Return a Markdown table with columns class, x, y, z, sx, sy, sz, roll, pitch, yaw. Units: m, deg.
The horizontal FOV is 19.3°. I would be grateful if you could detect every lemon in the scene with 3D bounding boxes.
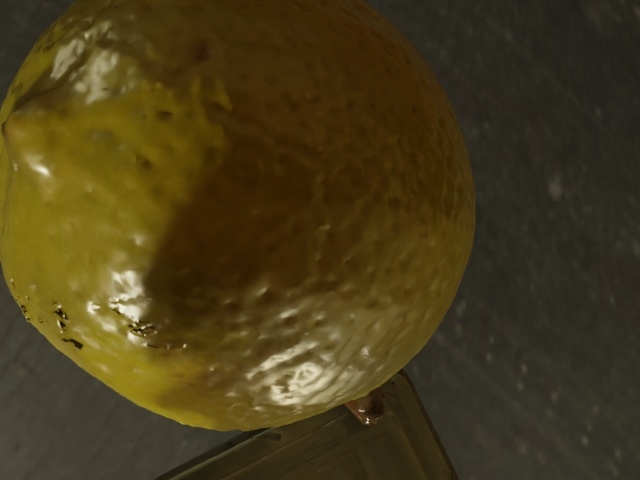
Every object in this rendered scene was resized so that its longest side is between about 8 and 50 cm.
| class | x | y | z | sx | sy | sz | roll | pitch | yaw |
| --- | --- | --- | --- | --- | --- | --- | --- | --- | --- |
| lemon | -0.045 | -0.024 | 0.995 | 0.267 | 0.267 | 0.267 | 1 | 107 | 5 |

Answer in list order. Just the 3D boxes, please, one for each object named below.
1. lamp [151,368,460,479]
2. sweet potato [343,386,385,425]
| class | x | y | z | sx | sy | sz | roll | pitch | yaw |
| --- | --- | --- | --- | --- | --- | --- | --- | --- | --- |
| lamp | 0.011 | 0.275 | 1.619 | 0.266 | 0.047 | 0.269 | -26 | 90 | -20 |
| sweet potato | -0.002 | 0.000 | 1.570 | 0.131 | 0.131 | 0.336 | -21 | 110 | 11 |
